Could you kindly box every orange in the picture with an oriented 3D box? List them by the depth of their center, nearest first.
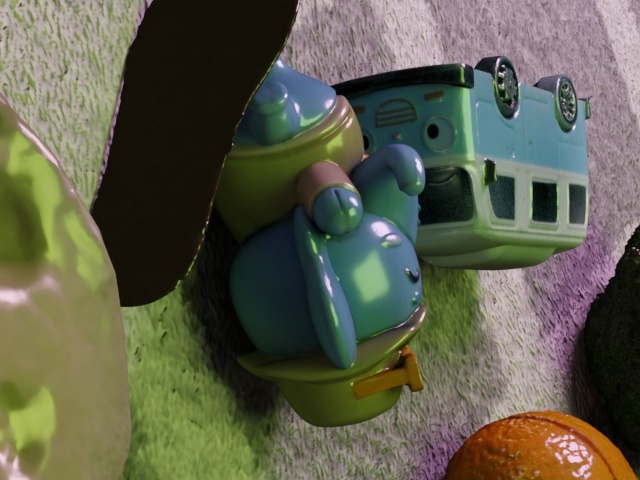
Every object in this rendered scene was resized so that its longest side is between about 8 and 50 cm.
[{"bbox_3d":[0.187,0.234,1.369,0.193,0.161,0.193,37,46,-51],"label":"orange"}]

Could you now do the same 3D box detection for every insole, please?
[{"bbox_3d":[-0.086,-0.097,1.111,0.007,0.111,0.327,66,35,-54],"label":"insole"}]

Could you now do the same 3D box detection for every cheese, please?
[{"bbox_3d":[-0.230,0.056,0.812,0.326,0.115,0.318,15,67,-56],"label":"cheese"}]

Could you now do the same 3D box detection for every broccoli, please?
[{"bbox_3d":[0.401,0.108,1.645,0.304,0.283,0.321,-72,157,-55],"label":"broccoli"}]

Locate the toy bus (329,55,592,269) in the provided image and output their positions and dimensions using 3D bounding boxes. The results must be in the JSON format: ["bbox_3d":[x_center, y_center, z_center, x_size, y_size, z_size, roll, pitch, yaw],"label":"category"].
[{"bbox_3d":[0.126,-0.059,1.403,0.271,0.133,0.164,4,80,-59],"label":"toy bus"}]

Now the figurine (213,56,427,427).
[{"bbox_3d":[-0.004,0.001,1.150,0.154,0.180,0.262,-22,106,-28],"label":"figurine"}]
